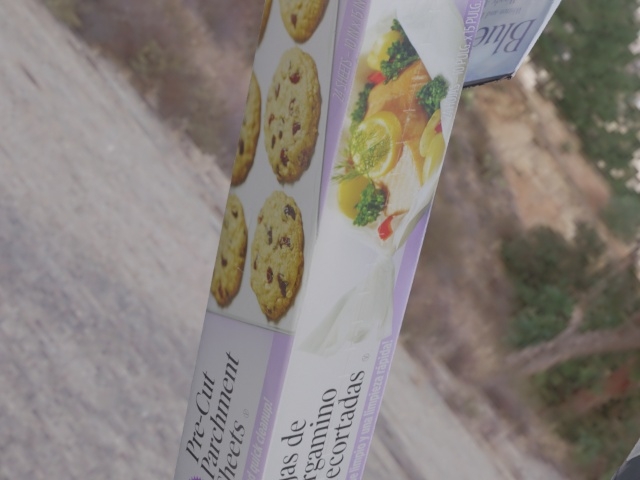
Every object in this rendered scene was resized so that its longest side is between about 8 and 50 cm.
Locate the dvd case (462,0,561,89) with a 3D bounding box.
[{"bbox_3d":[0.085,-0.162,0.727,0.022,0.180,0.253,53,-43,24],"label":"dvd case"}]

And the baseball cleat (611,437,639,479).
[{"bbox_3d":[0.127,0.047,0.459,0.109,0.206,0.072,14,20,-48],"label":"baseball cleat"}]

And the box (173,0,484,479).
[{"bbox_3d":[0.000,0.000,0.641,0.063,0.324,0.067,-9,35,-36],"label":"box"}]
